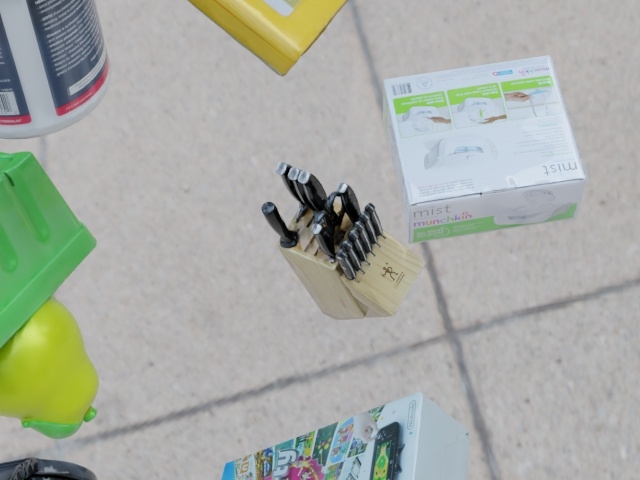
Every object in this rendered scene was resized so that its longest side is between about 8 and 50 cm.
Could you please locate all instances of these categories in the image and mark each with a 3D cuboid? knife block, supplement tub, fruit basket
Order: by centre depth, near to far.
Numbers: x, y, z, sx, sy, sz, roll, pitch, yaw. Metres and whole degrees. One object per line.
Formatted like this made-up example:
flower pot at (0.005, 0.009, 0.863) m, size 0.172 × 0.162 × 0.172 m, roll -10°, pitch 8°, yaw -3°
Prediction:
supplement tub at (-0.346, -0.266, 1.423) m, size 0.191 × 0.272 × 0.191 m, roll -3°, pitch 44°, yaw 3°
knife block at (0.000, 0.000, 1.674) m, size 0.088 × 0.242 × 0.276 m, roll -57°, pitch 15°, yaw -16°
fruit basket at (-0.458, 0.103, 1.733) m, size 0.283 × 0.392 × 0.392 m, roll 1°, pitch 54°, yaw 23°

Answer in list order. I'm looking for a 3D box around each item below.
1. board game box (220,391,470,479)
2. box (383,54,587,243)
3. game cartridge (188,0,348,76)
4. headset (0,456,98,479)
board game box at (0.009, 0.320, 1.413) m, size 0.303 × 0.097 × 0.224 m, roll -26°, pitch 37°, yaw 35°
box at (0.240, -0.137, 1.930) m, size 0.262 × 0.126 × 0.231 m, roll -9°, pitch 62°, yaw -2°
game cartridge at (-0.094, -0.383, 1.529) m, size 0.324 × 0.053 × 0.285 m, roll 40°, pitch 52°, yaw -6°
headset at (-0.257, 0.335, 1.341) m, size 0.185 × 0.394 × 0.243 m, roll -10°, pitch 89°, yaw 4°
